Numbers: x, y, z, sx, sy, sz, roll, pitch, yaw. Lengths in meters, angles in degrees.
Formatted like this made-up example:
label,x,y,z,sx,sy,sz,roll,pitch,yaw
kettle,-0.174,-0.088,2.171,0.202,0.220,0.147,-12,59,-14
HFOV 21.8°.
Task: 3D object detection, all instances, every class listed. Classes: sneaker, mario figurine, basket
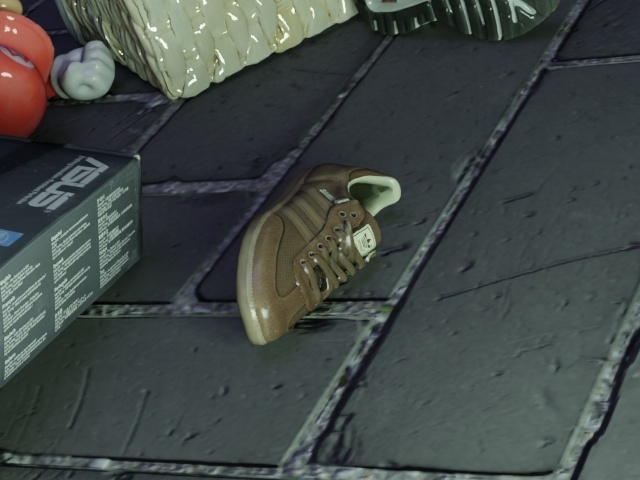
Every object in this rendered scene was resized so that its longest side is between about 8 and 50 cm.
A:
label,x,y,z,sx,sy,sz,roll,pitch,yaw
sneaker,0.000,0.000,1.104,0.071,0.066,0.188,-5,31,21
sneaker,0.127,-0.226,1.421,0.208,0.081,0.094,10,37,43
mario figurine,-0.314,-0.195,1.537,0.198,0.170,0.320,-24,27,-14
basket,-0.100,-0.356,1.528,0.328,0.331,0.266,-28,31,-16

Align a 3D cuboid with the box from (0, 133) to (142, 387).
label,x,y,z,sx,sy,sz,roll,pitch,yaw
box,-0.338,0.027,1.090,0.318,0.097,0.395,10,25,16
